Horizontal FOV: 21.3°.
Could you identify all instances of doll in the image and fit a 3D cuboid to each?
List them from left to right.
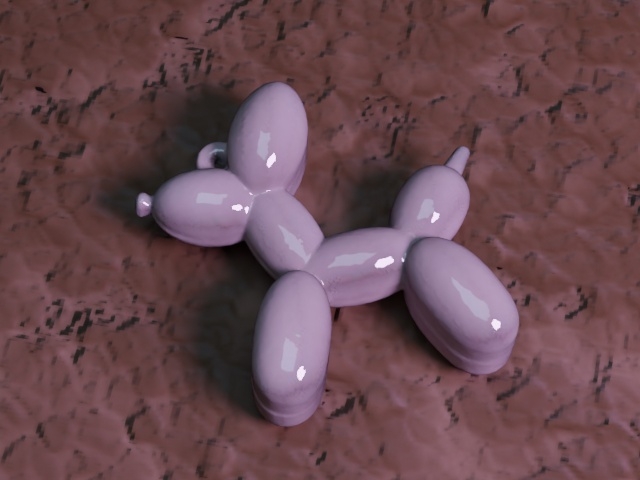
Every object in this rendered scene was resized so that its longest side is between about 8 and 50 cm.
[{"bbox_3d":[0.000,0.000,0.792,0.161,0.059,0.160,-13,66,-6],"label":"doll"}]
